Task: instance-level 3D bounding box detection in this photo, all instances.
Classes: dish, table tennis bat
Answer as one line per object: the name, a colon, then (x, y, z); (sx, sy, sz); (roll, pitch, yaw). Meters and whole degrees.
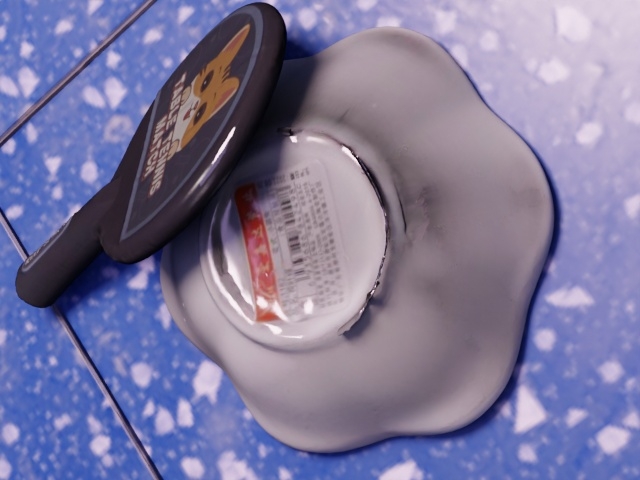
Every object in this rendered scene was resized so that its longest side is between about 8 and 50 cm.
dish: (0.000, 0.000, 0.857); (0.229, 0.081, 0.229); (0, 89, 27)
table tennis bat: (-0.090, -0.035, 0.897); (0.236, 0.027, 0.150); (-40, 28, 36)
